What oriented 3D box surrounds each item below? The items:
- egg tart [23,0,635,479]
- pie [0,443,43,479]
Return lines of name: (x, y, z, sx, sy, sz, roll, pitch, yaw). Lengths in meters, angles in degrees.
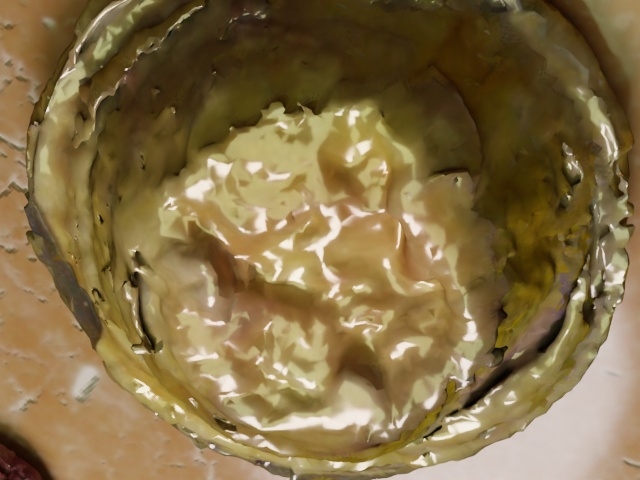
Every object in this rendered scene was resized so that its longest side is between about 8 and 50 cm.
egg tart: (0.000, 0.000, 0.922, 0.352, 0.150, 0.352, 2, 115, 5)
pie: (-0.239, 0.185, 1.115, 0.153, 0.038, 0.153, 5, 119, 9)
